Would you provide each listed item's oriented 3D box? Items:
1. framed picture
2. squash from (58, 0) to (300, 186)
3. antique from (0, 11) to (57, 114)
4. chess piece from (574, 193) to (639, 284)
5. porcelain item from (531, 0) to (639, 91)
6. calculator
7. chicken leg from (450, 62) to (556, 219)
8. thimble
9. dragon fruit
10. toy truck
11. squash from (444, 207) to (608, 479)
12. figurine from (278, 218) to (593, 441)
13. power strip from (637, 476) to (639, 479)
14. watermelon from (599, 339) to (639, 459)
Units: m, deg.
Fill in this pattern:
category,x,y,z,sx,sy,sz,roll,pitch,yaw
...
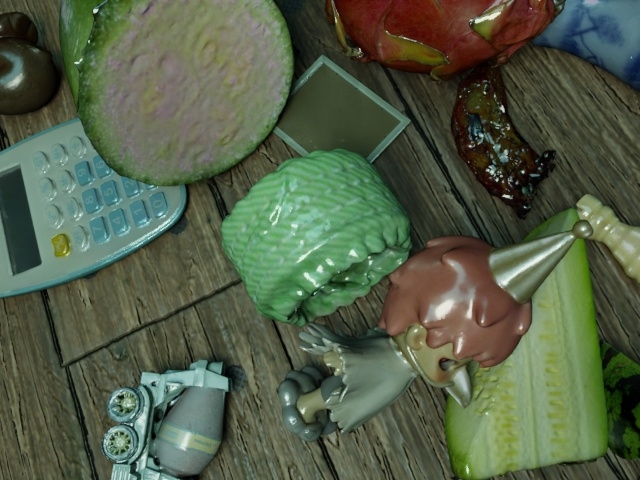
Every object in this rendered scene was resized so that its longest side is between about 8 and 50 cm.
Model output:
category,x,y,z,sx,sy,sz,roll,pitch,yaw
framed picture,0.019,-0.176,0.813,0.183,0.011,0.142,42,87,19
squash,-0.245,-0.279,0.774,0.310,0.310,0.309,-47,56,-3
antique,-0.555,-0.245,0.903,0.257,0.121,0.143,-33,80,-5
chess piece,0.362,-0.006,0.666,0.066,0.066,0.122,-46,68,-2
porcelain item,0.409,-0.261,0.692,0.259,0.141,0.141,28,83,26
calculator,-0.382,-0.064,0.848,0.386,0.054,0.256,-24,72,4
chicken leg,0.233,-0.137,0.729,0.105,0.063,0.233,-24,70,-2
thimble,0.000,0.000,0.671,0.219,0.219,0.150,-34,73,2
dragon fruit,0.141,-0.335,0.717,0.250,0.250,0.315,-43,48,-1
toy truck,-0.193,0.279,0.692,0.140,0.108,0.256,4,73,-1
squash,0.210,0.110,0.639,0.203,0.111,0.288,1,77,-21
figurine,0.121,0.100,0.594,0.387,0.207,0.166,-36,68,25
power strip,0.376,0.329,0.576,0.216,0.061,0.145,-33,67,1
watermelon,0.366,0.170,0.623,0.094,0.125,0.135,-2,52,-18
